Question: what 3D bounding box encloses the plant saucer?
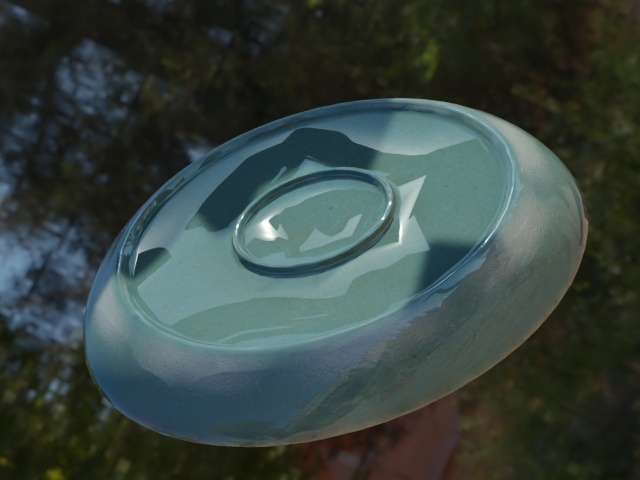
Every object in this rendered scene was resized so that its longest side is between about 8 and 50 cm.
[{"bbox_3d":[0.000,0.000,1.022,0.317,0.318,0.043,-58,-42,-44],"label":"plant saucer"}]
